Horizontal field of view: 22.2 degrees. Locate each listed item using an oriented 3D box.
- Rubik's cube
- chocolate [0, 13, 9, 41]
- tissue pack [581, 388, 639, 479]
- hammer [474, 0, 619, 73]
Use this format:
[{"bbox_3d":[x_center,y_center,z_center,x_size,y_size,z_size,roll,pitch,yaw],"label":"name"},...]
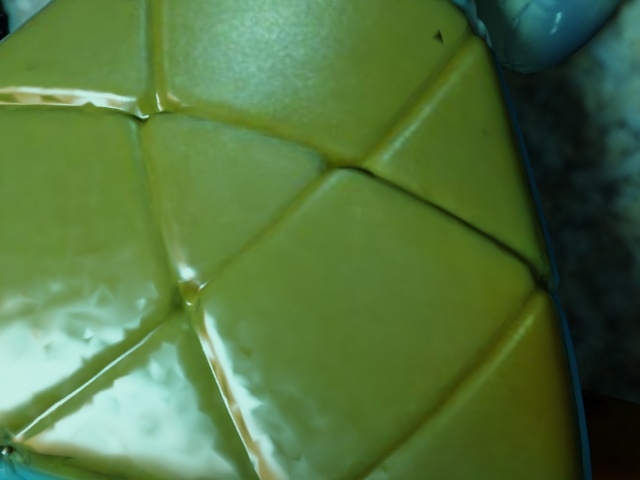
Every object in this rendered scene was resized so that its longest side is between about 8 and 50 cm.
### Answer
[{"bbox_3d":[-0.061,0.026,0.545,0.254,0.254,0.254,11,109,34],"label":"Rubik's cube"},{"bbox_3d":[-0.172,-0.060,0.755,0.072,0.070,0.147,-16,94,11],"label":"chocolate"},{"bbox_3d":[0.145,0.159,0.560,0.226,0.092,0.183,13,110,35],"label":"tissue pack"},{"bbox_3d":[0.085,-0.160,0.540,0.116,0.069,0.194,42,116,21],"label":"hammer"}]
